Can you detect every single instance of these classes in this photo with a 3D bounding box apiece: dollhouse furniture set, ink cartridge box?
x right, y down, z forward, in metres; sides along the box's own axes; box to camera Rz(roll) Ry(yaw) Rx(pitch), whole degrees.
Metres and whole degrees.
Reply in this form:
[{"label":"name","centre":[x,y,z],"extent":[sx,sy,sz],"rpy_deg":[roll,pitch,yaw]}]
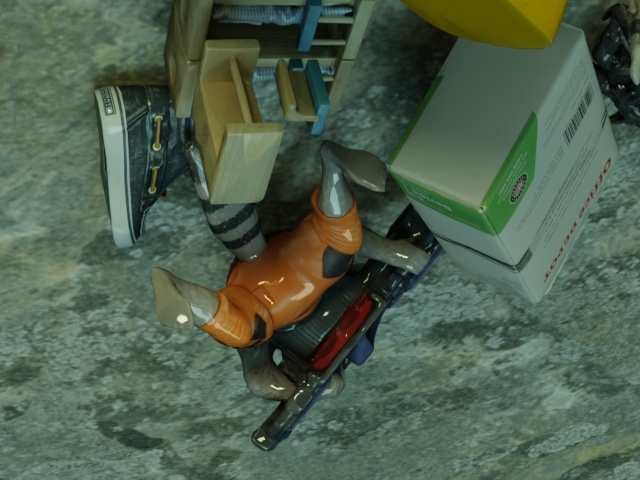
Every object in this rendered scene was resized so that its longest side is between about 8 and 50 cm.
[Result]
[{"label":"dollhouse furniture set","centre":[-0.030,-0.106,0.959],"extent":[0.129,0.183,0.129],"rpy_deg":[-3,145,-17]},{"label":"ink cartridge box","centre":[0.154,-0.064,1.073],"extent":[0.160,0.093,0.219],"rpy_deg":[-60,154,-10]}]

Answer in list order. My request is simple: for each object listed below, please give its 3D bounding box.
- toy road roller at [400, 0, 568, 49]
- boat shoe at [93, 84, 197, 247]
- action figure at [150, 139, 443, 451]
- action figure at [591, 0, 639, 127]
[{"label":"toy road roller","centre":[0.003,-0.249,0.662],"extent":[0.241,0.202,0.330],"rpy_deg":[15,172,43]},{"label":"boat shoe","centre":[-0.136,-0.058,1.098],"extent":[0.083,0.065,0.183],"rpy_deg":[-9,147,-12]},{"label":"action figure","centre":[0.000,0.000,1.170],"extent":[0.341,0.178,0.330],"rpy_deg":[-49,164,-9]},{"label":"action figure","centre":[0.300,-0.155,1.053],"extent":[0.164,0.141,0.275],"rpy_deg":[4,140,-22]}]
